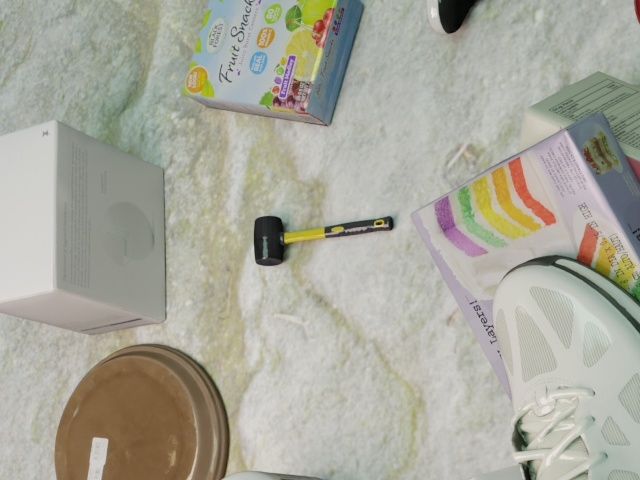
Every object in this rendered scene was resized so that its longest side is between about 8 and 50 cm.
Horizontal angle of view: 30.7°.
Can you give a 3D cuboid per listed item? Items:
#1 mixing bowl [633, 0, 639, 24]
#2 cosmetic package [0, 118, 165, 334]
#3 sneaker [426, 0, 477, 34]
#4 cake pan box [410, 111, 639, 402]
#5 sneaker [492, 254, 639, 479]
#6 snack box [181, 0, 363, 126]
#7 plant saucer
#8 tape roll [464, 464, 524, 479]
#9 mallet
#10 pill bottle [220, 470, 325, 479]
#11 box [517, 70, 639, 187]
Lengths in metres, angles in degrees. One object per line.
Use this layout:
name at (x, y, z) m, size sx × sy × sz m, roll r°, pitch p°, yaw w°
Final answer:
mixing bowl at (0.420, -0.297, 1.272) m, size 0.181 × 0.098 × 0.182 m, roll -8°, pitch 74°, yaw 28°
cosmetic package at (-0.325, -0.009, 1.535) m, size 0.138 × 0.224 × 0.224 m, roll -12°, pitch 71°, yaw 26°
sneaker at (0.209, -0.351, 1.413) m, size 0.121 × 0.079 × 0.217 m, roll 11°, pitch 81°, yaw 32°
cake pan box at (0.243, 0.037, 1.190) m, size 0.245 × 0.070 × 0.267 m, roll -28°, pitch 90°, yaw 52°
sneaker at (0.225, 0.216, 1.007) m, size 0.169 × 0.257 × 0.448 m, roll -45°, pitch 61°, yaw 42°
snack box at (-0.066, -0.253, 1.547) m, size 0.207 × 0.070 × 0.175 m, roll 11°, pitch 83°, yaw 33°
plant saucer at (-0.245, 0.271, 1.525) m, size 0.277 × 0.041 × 0.278 m, roll -7°, pitch 74°, yaw 28°
tape roll at (0.159, 0.346, 1.160) m, size 0.246 × 0.246 × 0.169 m, roll -31°, pitch 63°, yaw 19°
mallet at (0.000, 0.000, 1.465) m, size 0.189 × 0.039 × 0.062 m, roll -1°, pitch 75°, yaw 25°
pill bottle at (-0.064, 0.323, 1.297) m, size 0.131 × 0.229 × 0.131 m, roll -8°, pitch 74°, yaw 27°
box at (0.334, -0.062, 1.205) m, size 0.232 × 0.148 × 0.127 m, roll 30°, pitch 130°, yaw 32°
